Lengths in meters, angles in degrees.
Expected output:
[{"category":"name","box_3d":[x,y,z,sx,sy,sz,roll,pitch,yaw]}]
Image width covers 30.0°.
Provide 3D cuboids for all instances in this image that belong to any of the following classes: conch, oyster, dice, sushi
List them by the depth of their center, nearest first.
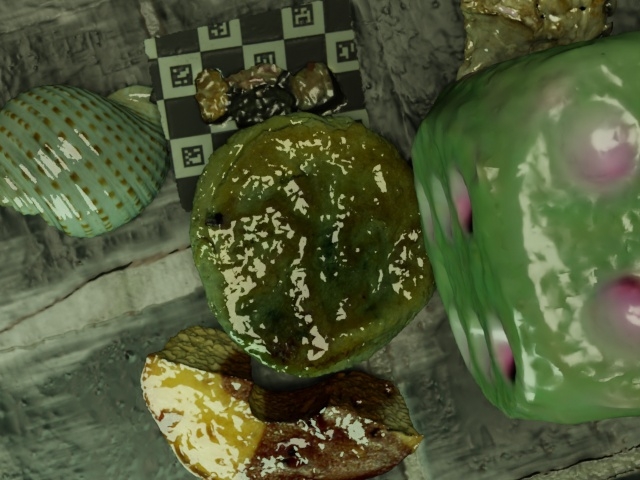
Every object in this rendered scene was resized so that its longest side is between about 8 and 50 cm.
[{"category":"dice","box_3d":[0.274,-0.019,1.097,0.330,0.322,0.318,-11,90,-5]},{"category":"oyster","box_3d":[0.211,-0.213,1.218,0.163,0.081,0.191,23,114,-11]},{"category":"conch","box_3d":[-0.252,-0.086,1.230,0.200,0.131,0.172,-31,97,8]},{"category":"sushi","box_3d":[-0.064,-0.149,1.250,0.215,0.050,0.192,-14,117,-7]}]

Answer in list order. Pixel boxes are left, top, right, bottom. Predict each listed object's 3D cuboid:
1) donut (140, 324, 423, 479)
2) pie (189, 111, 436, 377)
[{"category":"donut","box_3d":[-0.050,0.190,1.278,0.295,0.112,0.151,18,122,-5]},{"category":"pie","box_3d":[0.000,0.000,1.225,0.277,0.078,0.277,-1,93,-21]}]
